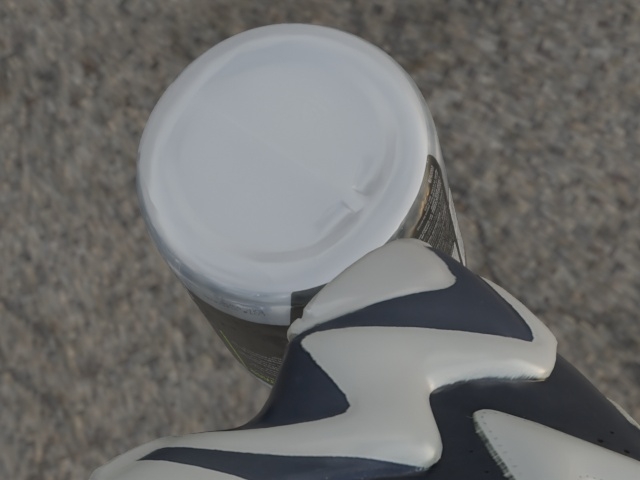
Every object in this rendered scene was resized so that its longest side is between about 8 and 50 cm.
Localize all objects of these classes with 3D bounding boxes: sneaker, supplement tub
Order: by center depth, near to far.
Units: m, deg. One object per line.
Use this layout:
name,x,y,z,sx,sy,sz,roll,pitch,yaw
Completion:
sneaker,0.013,0.108,0.325,0.153,0.235,0.094,32,131,20
supplement tub,0.000,0.000,1.201,0.193,0.316,0.194,-3,69,8
